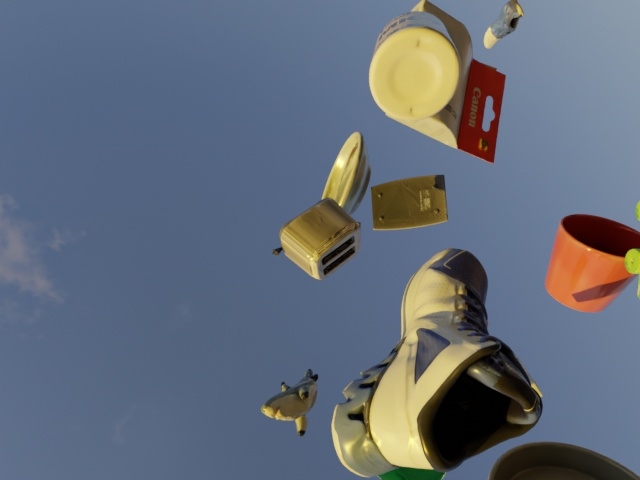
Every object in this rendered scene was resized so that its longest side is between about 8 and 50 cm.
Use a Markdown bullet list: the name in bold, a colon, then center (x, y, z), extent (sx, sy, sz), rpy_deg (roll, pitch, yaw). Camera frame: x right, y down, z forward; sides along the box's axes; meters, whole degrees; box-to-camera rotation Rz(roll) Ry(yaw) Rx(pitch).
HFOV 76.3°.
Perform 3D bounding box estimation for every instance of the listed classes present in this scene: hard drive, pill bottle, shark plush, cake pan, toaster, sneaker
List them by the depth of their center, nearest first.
- **sneaker**: center (0.165, 0.135, 0.467), extent (0.127, 0.182, 0.315), rpy_deg (51, -127, -13)
- **pill bottle**: center (0.137, -0.269, 0.606), extent (0.119, 0.119, 0.209), rpy_deg (25, -144, -8)
- **shark plush**: center (-0.039, 0.246, 0.685), extent (0.067, 0.161, 0.073), rpy_deg (7, -70, 13)
- **cake pan**: center (0.453, 0.488, 0.721), extent (0.293, 0.293, 0.054), rpy_deg (-15, -72, -22)
- **toaster**: center (0.000, 0.000, 1.059), extent (0.227, 0.129, 0.146), rpy_deg (-34, -129, -22)
- **sneaker**: center (0.555, -0.646, 1.241), extent (0.053, 0.152, 0.061), rpy_deg (-16, -112, -21)
- **hard drive**: center (0.301, -0.123, 1.382), extent (0.054, 0.254, 0.172), rpy_deg (14, -109, -61)

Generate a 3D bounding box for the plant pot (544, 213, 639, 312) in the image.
- **plant pot**: center (0.876, 0.081, 1.327), extent (0.274, 0.243, 0.275), rpy_deg (5, -147, -3)

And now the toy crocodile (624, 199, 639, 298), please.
- **toy crocodile**: center (0.863, -0.004, 1.018), extent (0.115, 0.105, 0.341), rpy_deg (7, -84, 7)

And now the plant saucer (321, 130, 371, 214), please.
- **plant saucer**: center (0.106, -0.213, 1.574), extent (0.100, 0.400, 0.401), rpy_deg (20, -114, -12)

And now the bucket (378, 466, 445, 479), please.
- **bucket**: center (0.292, 0.644, 1.299), extent (0.281, 0.183, 0.281), rpy_deg (-12, -122, 21)

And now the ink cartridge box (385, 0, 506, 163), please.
- **ink cartridge box**: center (0.383, -0.423, 1.125), extent (0.384, 0.091, 0.309), rpy_deg (17, -102, -21)

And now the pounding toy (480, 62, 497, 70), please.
- **pounding toy**: center (0.587, -0.588, 1.561), extent (0.100, 0.141, 0.130), rpy_deg (26, -133, 11)

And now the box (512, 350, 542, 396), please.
- **box**: center (0.438, 0.351, 1.000), extent (0.145, 0.186, 0.038), rpy_deg (-31, -90, 13)
